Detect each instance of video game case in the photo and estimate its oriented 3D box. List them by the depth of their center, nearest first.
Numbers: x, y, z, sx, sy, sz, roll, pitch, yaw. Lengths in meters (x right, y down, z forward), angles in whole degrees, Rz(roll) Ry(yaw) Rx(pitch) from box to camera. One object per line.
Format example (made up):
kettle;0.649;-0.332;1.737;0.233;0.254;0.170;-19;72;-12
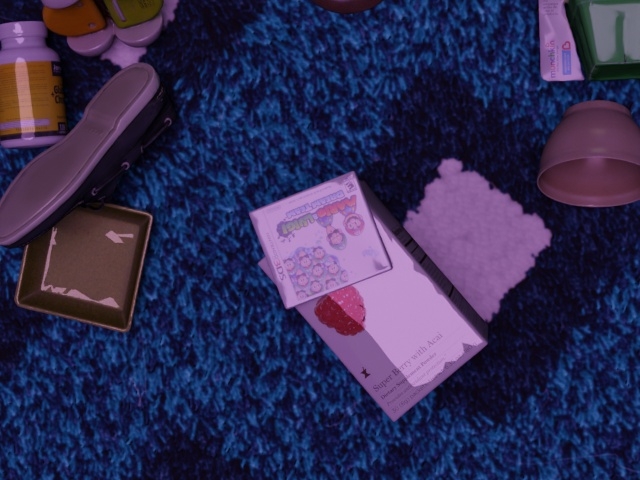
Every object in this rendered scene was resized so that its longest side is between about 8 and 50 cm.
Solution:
video game case;0.000;0.000;1.605;0.157;0.019;0.143;-21;89;9

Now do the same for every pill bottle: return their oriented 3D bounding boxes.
pill bottle;-0.438;-0.232;1.782;0.103;0.103;0.184;-5;94;8

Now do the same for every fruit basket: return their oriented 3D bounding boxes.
fruit basket;0.461;-0.398;1.646;0.327;0.165;0.353;-3;78;7

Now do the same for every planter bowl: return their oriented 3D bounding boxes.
planter bowl;0.388;-0.128;1.663;0.162;0.162;0.109;4;68;7

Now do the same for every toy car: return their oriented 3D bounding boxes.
toy car;-0.320;-0.368;1.751;0.182;0.159;0.136;-9;56;9

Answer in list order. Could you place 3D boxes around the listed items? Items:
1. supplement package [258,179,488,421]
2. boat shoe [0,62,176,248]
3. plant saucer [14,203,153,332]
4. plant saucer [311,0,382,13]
supplement package;0.080;0.079;1.698;0.177;0.175;0.293;-42;88;10
boat shoe;-0.339;-0.104;1.747;0.127;0.113;0.340;24;71;41
plant saucer;-0.358;0.028;1.820;0.188;0.045;0.188;13;95;6
plant saucer;0.038;-0.419;1.742;0.168;0.029;0.168;1;95;8
